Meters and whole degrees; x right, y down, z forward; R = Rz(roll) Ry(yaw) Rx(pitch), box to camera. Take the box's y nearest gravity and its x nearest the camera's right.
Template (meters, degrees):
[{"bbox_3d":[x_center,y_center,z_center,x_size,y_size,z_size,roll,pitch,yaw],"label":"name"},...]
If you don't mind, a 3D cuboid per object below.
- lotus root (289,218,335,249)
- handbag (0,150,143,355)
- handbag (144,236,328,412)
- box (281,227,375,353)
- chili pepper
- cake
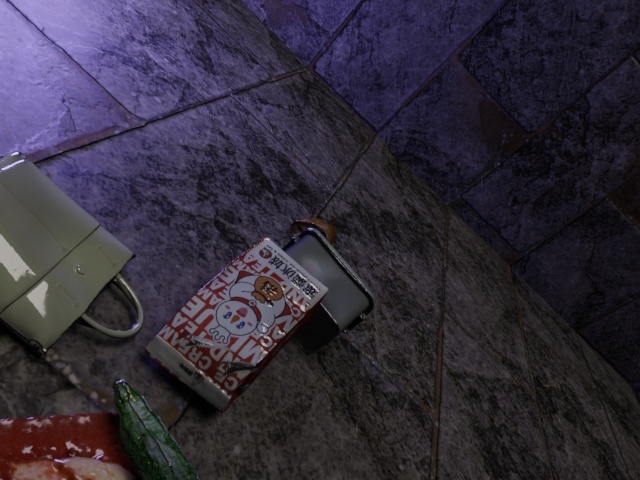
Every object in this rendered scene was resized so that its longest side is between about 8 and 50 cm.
[{"bbox_3d":[-0.001,0.001,1.226,0.159,0.095,0.135,54,25,1],"label":"lotus root"},{"bbox_3d":[-0.396,0.036,0.686,0.315,0.109,0.241,51,27,-20],"label":"handbag"},{"bbox_3d":[-0.142,0.145,0.808,0.171,0.151,0.298,40,43,9],"label":"handbag"},{"bbox_3d":[-0.021,0.112,0.995,0.243,0.163,0.135,50,37,4],"label":"box"},{"bbox_3d":[-0.151,0.228,0.463,0.059,0.088,0.226,-24,63,-34],"label":"chili pepper"},{"bbox_3d":[-0.277,0.266,0.447,0.283,0.151,0.176,10,48,-50],"label":"cake"}]
